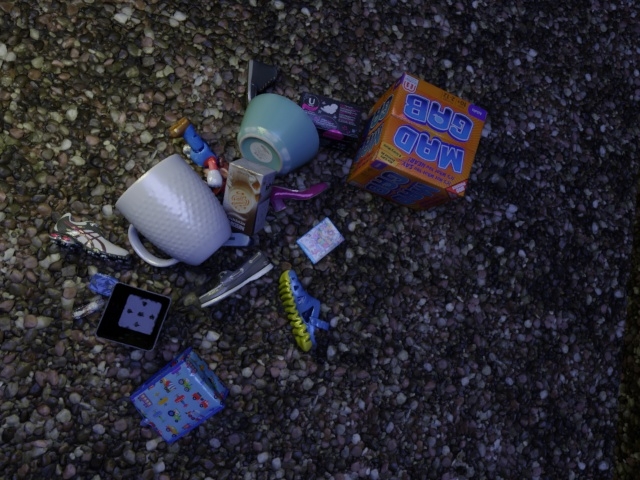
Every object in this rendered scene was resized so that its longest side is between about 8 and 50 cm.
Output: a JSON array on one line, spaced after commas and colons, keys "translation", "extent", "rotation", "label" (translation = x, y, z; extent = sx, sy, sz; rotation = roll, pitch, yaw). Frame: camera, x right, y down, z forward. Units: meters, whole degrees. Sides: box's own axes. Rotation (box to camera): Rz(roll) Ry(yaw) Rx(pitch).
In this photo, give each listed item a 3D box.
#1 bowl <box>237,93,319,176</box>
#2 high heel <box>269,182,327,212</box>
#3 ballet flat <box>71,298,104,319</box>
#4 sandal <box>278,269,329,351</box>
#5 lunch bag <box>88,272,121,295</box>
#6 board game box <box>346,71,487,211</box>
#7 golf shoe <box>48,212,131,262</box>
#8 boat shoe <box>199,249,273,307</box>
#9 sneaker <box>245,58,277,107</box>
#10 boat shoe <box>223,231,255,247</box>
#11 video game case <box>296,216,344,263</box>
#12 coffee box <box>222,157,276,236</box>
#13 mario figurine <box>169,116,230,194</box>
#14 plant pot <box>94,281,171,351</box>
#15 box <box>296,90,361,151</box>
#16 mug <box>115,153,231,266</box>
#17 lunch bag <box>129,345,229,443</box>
[{"translation": [-0.178, -0.354, 1.631], "extent": [0.312, 0.311, 0.163], "rotation": [36, 57, -8], "label": "bowl"}, {"translation": [-0.097, -0.209, 1.775], "extent": [0.244, 0.082, 0.117], "rotation": [-23, 100, -3], "label": "high heel"}, {"translation": [-0.811, 0.242, 1.558], "extent": [0.115, 0.041, 0.041], "rotation": [-28, 92, -16], "label": "ballet flat"}, {"translation": [-0.063, 0.257, 1.719], "extent": [0.138, 0.126, 0.316], "rotation": [-21, 98, -19], "label": "sandal"}, {"translation": [-0.759, 0.153, 1.568], "extent": [0.099, 0.065, 0.067], "rotation": [21, 79, -12], "label": "lunch bag"}, {"translation": [0.364, -0.364, 1.768], "extent": [0.357, 0.356, 0.355], "rotation": [21, 79, -11], "label": "board game box"}, {"translation": [-0.790, -0.005, 1.560], "extent": [0.273, 0.105, 0.120], "rotation": [21, 72, -12], "label": "golf shoe"}, {"translation": [-0.324, 0.143, 1.665], "extent": [0.305, 0.109, 0.091], "rotation": [-32, 92, -22], "label": "boat shoe"}, {"translation": [-0.233, -0.610, 1.780], "extent": [0.118, 0.083, 0.221], "rotation": [4, 82, -15], "label": "sneaker"}, {"translation": [-0.343, -0.001, 1.700], "extent": [0.184, 0.083, 0.065], "rotation": [8, 81, 13], "label": "boat shoe"}, {"translation": [0.000, 0.000, 1.810], "extent": [0.166, 0.015, 0.119], "rotation": [-39, 95, -15], "label": "video game case"}, {"translation": [-0.266, -0.157, 1.630], "extent": [0.141, 0.098, 0.246], "rotation": [22, 118, 13], "label": "coffee box"}, {"translation": [-0.437, -0.279, 1.636], "extent": [0.320, 0.170, 0.198], "rotation": [52, 33, -26], "label": "mario figurine"}, {"translation": [-0.628, 0.258, 1.538], "extent": [0.188, 0.167, 0.187], "rotation": [20, 80, -11], "label": "plant pot"}, {"translation": [0.018, -0.473, 1.790], "extent": [0.248, 0.163, 0.141], "rotation": [12, 78, -13], "label": "box"}, {"translation": [-0.515, -0.058, 1.561], "extent": [0.374, 0.276, 0.328], "rotation": [-38, 102, 20], "label": "mug"}, {"translation": [-0.507, 0.558, 1.559], "extent": [0.293, 0.138, 0.220], "rotation": [-37, 98, 1], "label": "lunch bag"}]
